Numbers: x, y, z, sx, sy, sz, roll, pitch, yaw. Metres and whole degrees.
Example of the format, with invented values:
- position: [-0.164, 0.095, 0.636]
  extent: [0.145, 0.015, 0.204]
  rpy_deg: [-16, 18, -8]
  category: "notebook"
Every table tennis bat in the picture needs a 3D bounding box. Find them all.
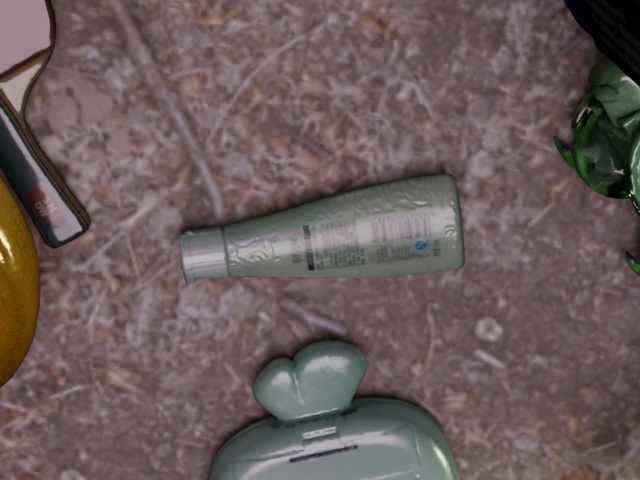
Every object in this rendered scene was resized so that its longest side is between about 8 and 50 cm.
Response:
- position: [-0.233, -0.114, 1.028]
  extent: [0.154, 0.021, 0.274]
  rpy_deg: [-29, 107, 6]
  category: "table tennis bat"

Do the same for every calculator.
- position: [0.015, 0.211, 1.148]
  extent: [0.184, 0.042, 0.295]
  rpy_deg: [-12, 110, -1]
  category: "calculator"

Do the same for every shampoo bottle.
- position: [0.000, 0.000, 1.075]
  extent: [0.191, 0.041, 0.069]
  rpy_deg: [-8, 115, -2]
  category: "shampoo bottle"

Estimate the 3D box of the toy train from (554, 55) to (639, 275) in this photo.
- position: [0.282, -0.046, 1.043]
  extent: [0.188, 0.132, 0.243]
  rpy_deg: [-33, 110, 0]
  category: "toy train"

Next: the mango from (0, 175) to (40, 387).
- position: [-0.267, -0.011, 1.009]
  extent: [0.157, 0.109, 0.262]
  rpy_deg: [-19, 125, 21]
  category: "mango"

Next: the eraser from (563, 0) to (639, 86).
- position: [0.225, -0.149, 0.890]
  extent: [0.155, 0.332, 0.101]
  rpy_deg: [-23, 110, 2]
  category: "eraser"
